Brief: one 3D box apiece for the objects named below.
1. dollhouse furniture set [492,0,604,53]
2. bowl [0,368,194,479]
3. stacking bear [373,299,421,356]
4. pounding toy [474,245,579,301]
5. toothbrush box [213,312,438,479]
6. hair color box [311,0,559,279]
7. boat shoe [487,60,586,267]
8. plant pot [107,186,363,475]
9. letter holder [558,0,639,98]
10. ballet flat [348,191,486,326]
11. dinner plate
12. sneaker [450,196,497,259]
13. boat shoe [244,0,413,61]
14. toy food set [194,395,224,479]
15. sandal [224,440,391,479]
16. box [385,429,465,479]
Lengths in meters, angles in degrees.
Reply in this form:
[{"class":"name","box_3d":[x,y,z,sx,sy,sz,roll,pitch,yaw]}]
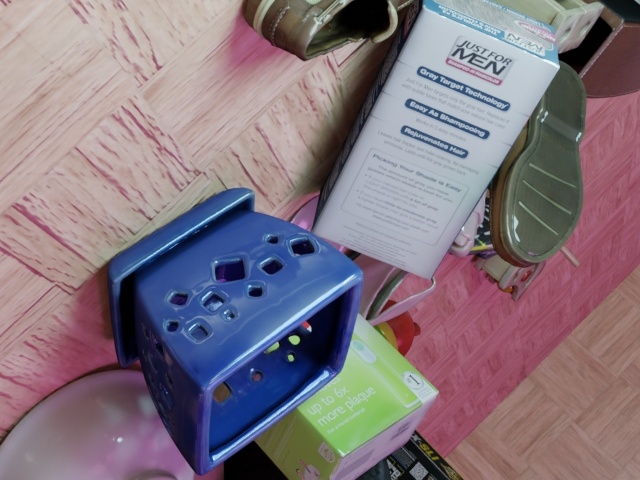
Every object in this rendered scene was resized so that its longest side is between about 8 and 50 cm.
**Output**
[{"class":"dollhouse furniture set","box_3d":[0.243,-0.254,1.389,0.129,0.129,0.184,-24,151,-50]},{"class":"bowl","box_3d":[-0.265,0.322,1.374,0.297,0.134,0.298,-26,132,-33]},{"class":"stacking bear","box_3d":[0.060,0.188,1.802,0.289,0.175,0.164,-31,131,-53]},{"class":"pounding toy","box_3d":[0.415,0.058,2.188,0.154,0.155,0.269,-44,158,-15]},{"class":"toothbrush box","box_3d":[-0.016,0.186,1.487,0.206,0.283,0.122,-23,147,-43]},{"class":"hair color box","box_3d":[0.133,-0.130,1.329,0.105,0.173,0.347,-79,-167,-52]},{"class":"boat shoe","box_3d":[0.263,-0.084,1.368,0.104,0.110,0.307,-30,-149,50]},{"class":"plant pot","box_3d":[-0.112,0.091,1.253,0.236,0.212,0.236,-34,154,-26]},{"class":"letter holder","box_3d":[0.375,-0.271,1.574,0.301,0.152,0.214,-12,142,-53]},{"class":"ballet flat","box_3d":[0.158,0.011,1.697,0.400,0.139,0.139,-43,158,-7]},{"class":"dinner plate","box_3d":[0.000,0.000,1.499,0.141,0.017,0.141,-27,134,-32]},{"class":"sneaker","box_3d":[0.295,-0.012,1.932,0.300,0.111,0.121,-15,147,-48]},{"class":"boat shoe","box_3d":[0.043,-0.239,1.117,0.257,0.095,0.095,-28,152,-36]},{"class":"toy food set","box_3d":[-0.257,0.335,1.602,0.219,0.092,0.306,-32,146,-29]},{"class":"sandal","box_3d":[-0.023,0.379,1.653,0.445,0.107,0.168,-11,-136,54]},{"class":"box","box_3d":[0.099,0.467,2.115,0.257,0.322,0.079,-51,155,12]}]
